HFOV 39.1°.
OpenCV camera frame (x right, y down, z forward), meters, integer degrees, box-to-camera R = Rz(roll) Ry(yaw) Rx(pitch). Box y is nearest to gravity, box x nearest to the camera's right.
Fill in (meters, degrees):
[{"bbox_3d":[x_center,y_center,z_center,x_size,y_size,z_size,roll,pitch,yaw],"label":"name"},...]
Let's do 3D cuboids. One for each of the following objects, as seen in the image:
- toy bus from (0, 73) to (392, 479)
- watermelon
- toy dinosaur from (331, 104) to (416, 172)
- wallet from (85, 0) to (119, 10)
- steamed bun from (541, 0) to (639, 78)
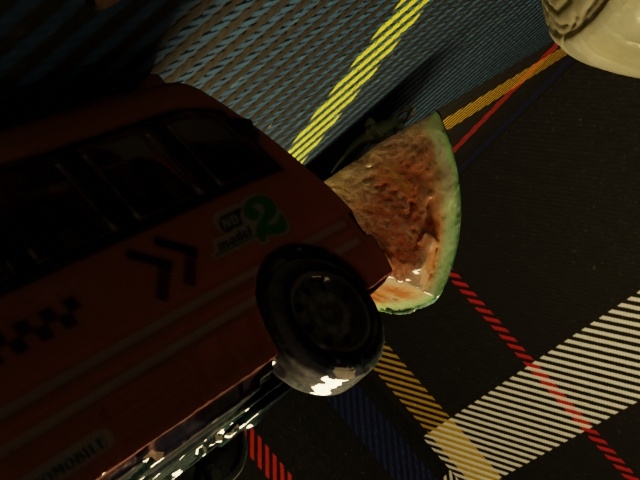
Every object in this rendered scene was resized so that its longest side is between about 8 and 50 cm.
[{"bbox_3d":[-0.168,0.072,0.457,0.427,0.233,0.203,-30,168,-47],"label":"toy bus"},{"bbox_3d":[0.064,0.011,1.238,0.319,0.222,0.292,-34,173,-5],"label":"watermelon"},{"bbox_3d":[0.080,-0.145,1.183,0.180,0.037,0.058,-27,167,-34],"label":"toy dinosaur"},{"bbox_3d":[-0.043,-0.167,0.396,0.152,0.039,0.118,-37,174,-20],"label":"wallet"},{"bbox_3d":[0.338,-0.267,0.813,0.247,0.236,0.383,5,164,-5],"label":"steamed bun"}]
